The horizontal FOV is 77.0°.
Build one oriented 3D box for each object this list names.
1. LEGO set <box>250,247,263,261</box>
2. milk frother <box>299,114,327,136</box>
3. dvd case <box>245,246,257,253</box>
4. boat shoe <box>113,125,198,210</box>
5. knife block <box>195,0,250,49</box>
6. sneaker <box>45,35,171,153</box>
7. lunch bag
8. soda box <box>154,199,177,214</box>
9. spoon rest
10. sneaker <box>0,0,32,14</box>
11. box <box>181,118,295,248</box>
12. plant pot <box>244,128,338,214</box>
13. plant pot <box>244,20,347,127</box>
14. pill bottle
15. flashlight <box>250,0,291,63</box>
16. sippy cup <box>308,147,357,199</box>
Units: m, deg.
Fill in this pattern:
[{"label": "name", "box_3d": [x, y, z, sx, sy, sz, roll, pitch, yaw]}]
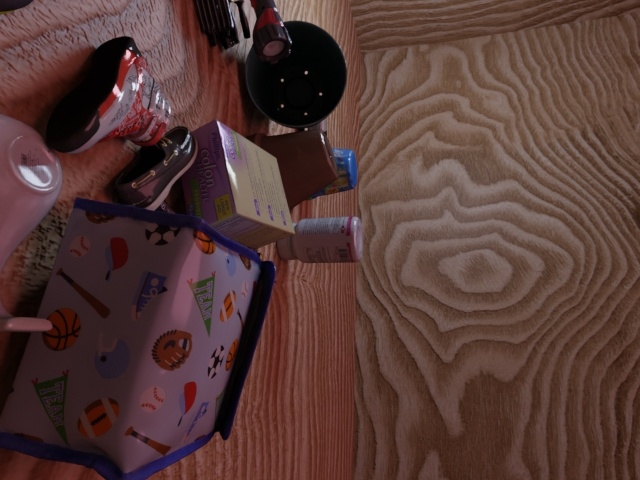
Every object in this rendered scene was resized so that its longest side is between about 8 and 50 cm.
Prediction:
[{"label": "LEGO set", "box_3d": [-0.183, -0.065, 1.104, 0.182, 0.060, 0.244, 28, 58, -72]}, {"label": "milk frother", "box_3d": [-0.038, -0.453, 1.637, 0.143, 0.129, 0.135, -70, 158, -69]}, {"label": "dvd case", "box_3d": [-0.223, -0.016, 1.105, 0.180, 0.022, 0.253, -16, 104, -74]}, {"label": "boat shoe", "box_3d": [-0.295, -0.147, 0.738, 0.069, 0.081, 0.228, 77, 21, -48]}, {"label": "knife block", "box_3d": [-0.242, -0.627, 0.976, 0.242, 0.088, 0.276, 38, 53, -73]}, {"label": "sneaker", "box_3d": [-0.309, -0.190, 0.632, 0.145, 0.090, 0.270, 69, 14, -50]}, {"label": "lunch bag", "box_3d": [-0.224, 0.150, 0.655, 0.385, 0.238, 0.328, 59, 43, -72]}, {"label": "soda box", "box_3d": [-0.293, -0.008, 0.783, 0.169, 0.053, 0.060, 66, 28, -54]}, {"label": "spoon rest", "box_3d": [-0.374, -0.024, 0.479, 0.137, 0.084, 0.276, 46, 31, -70]}, {"label": "sneaker", "box_3d": [-0.382, -0.294, 0.356, 0.300, 0.121, 0.111, -32, 120, -73]}, {"label": "box", "box_3d": [-0.185, -0.111, 0.908, 0.243, 0.117, 0.214, 20, 52, -65]}, {"label": "plant pot", "box_3d": [-0.075, -0.213, 1.174, 0.263, 0.229, 0.263, -18, 90, -78]}, {"label": "plant pot", "box_3d": [-0.070, -0.485, 1.259, 0.235, 0.293, 0.293, -93, 179, -83]}, {"label": "pill bottle", "box_3d": [0.000, 0.000, 1.427, 0.160, 0.283, 0.160, -2, 90, -75]}, {"label": "flashlight", "box_3d": [-0.169, -0.633, 1.091, 0.103, 0.103, 0.304, 110, -40, -72]}, {"label": "sippy cup", "box_3d": [0.037, -0.295, 1.714, 0.240, 0.224, 0.306, 64, 29, -55]}]
